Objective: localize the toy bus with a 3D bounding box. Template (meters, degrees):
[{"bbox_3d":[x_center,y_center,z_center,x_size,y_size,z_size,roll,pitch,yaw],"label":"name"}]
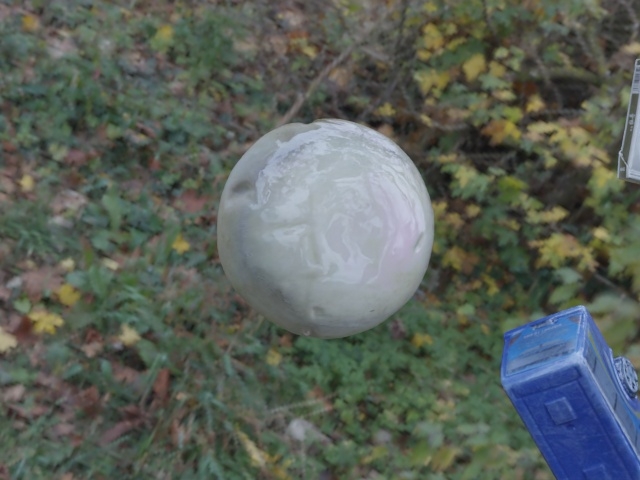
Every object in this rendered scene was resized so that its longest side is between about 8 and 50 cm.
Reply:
[{"bbox_3d":[0.212,0.166,0.752,0.236,0.079,0.094,59,33,-14],"label":"toy bus"}]

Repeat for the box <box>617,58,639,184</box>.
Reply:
[{"bbox_3d":[0.543,-0.191,1.670,0.109,0.198,0.029,8,1,-38],"label":"box"}]

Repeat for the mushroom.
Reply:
[{"bbox_3d":[0.005,0.011,1.457,0.315,0.356,0.315,5,36,-4],"label":"mushroom"}]
